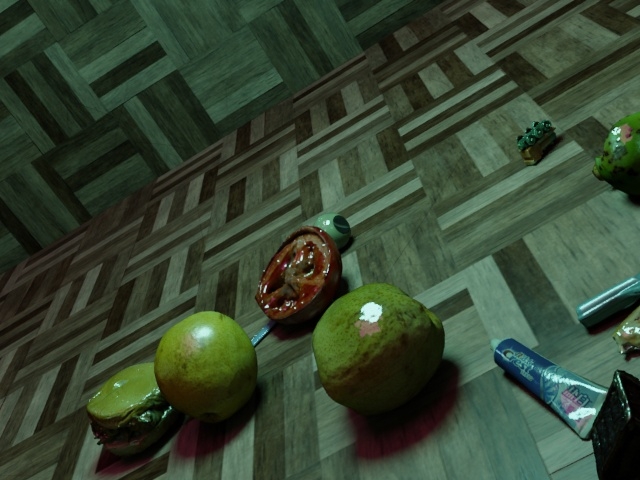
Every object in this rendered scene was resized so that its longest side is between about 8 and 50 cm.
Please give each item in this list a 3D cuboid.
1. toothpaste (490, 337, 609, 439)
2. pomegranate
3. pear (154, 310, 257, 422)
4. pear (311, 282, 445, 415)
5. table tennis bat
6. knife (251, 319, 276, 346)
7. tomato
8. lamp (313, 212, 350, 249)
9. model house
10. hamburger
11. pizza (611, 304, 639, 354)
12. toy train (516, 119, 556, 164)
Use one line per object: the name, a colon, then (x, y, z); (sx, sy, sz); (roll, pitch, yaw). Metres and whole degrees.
toothpaste: (0.321, 0.198, 1.276); (0.069, 0.047, 0.268); (-26, 23, -14)
pomegranate: (0.552, -0.136, 1.552); (0.143, 0.122, 0.169); (-13, -27, -28)
pear: (-0.217, 0.251, 1.713); (0.208, 0.209, 0.209); (-29, 22, 13)
pear: (0.096, 0.170, 1.448); (0.211, 0.188, 0.228); (-34, 19, 8)
table tennis bat: (0.485, 0.058, 1.305); (0.237, 0.038, 0.149); (-34, -2, 18)
knife: (-0.077, 0.152, 1.967); (0.313, 0.019, 0.044); (-45, 16, -23)
tomato: (-0.032, 0.088, 1.910); (0.227, 0.101, 0.228); (-27, 44, 29)
lamp: (0.000, 0.000, 2.102); (0.163, 0.091, 0.091); (-38, 15, 39)
model house: (0.361, 0.220, 1.033); (0.106, 0.152, 0.165); (-20, 26, 16)
hamburger: (-0.374, 0.345, 1.844); (0.189, 0.122, 0.215); (-15, 24, 25)
pizza: (0.501, 0.109, 1.193); (0.185, 0.052, 0.195); (-38, 20, -3)
toy train: (0.466, -0.215, 1.897); (0.103, 0.064, 0.044); (-41, 17, -21)
